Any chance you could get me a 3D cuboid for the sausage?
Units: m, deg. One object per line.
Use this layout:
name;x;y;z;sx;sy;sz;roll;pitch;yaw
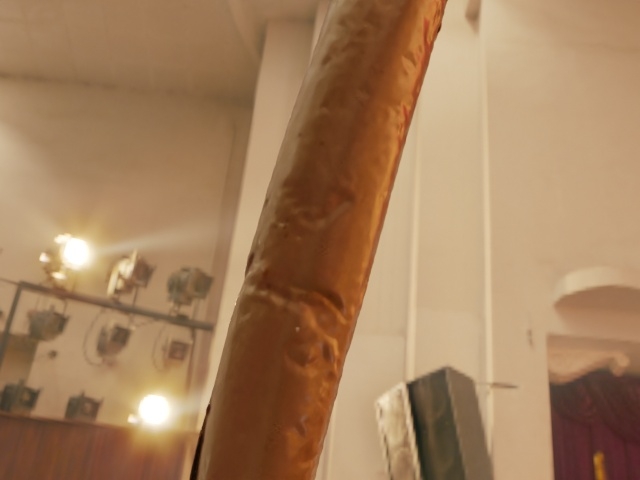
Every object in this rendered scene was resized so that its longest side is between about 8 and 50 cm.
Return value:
sausage;-0.001;-0.001;0.470;0.066;0.301;0.066;14;-8;2
